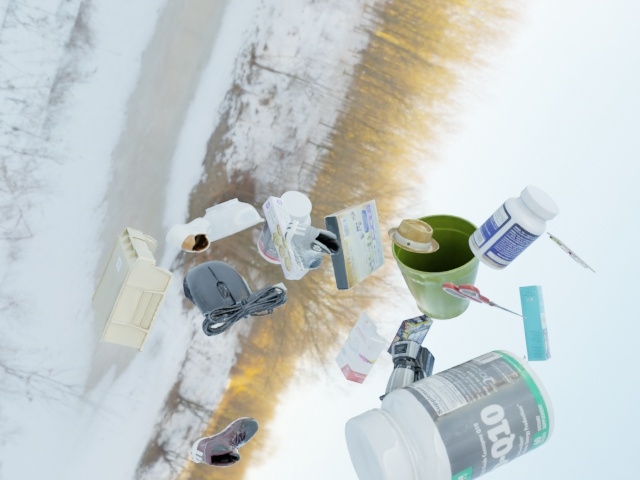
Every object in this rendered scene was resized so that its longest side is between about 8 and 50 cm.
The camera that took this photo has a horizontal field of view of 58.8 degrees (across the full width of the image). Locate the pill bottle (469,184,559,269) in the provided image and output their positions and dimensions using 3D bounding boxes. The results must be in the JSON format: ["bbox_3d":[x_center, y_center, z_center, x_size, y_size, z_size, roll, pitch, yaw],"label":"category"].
[{"bbox_3d":[0.607,-0.041,1.786,0.265,0.153,0.153,-52,-168,35],"label":"pill bottle"}]

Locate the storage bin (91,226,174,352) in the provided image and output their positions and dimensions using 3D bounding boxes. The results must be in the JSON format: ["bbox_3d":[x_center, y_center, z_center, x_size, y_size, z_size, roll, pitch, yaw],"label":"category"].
[{"bbox_3d":[-0.535,0.130,1.610,0.260,0.123,0.262,-64,-149,9],"label":"storage bin"}]

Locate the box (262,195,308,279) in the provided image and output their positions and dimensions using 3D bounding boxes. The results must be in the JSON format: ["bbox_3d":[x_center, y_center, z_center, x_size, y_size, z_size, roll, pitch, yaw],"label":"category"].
[{"bbox_3d":[-0.129,-0.011,2.042,0.067,0.063,0.324,-43,-126,37],"label":"box"}]

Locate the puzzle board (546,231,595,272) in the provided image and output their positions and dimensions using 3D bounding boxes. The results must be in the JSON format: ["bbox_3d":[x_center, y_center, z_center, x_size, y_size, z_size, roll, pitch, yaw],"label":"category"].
[{"bbox_3d":[0.645,0.031,1.470,0.011,0.128,0.096,-49,-174,13],"label":"puzzle board"}]

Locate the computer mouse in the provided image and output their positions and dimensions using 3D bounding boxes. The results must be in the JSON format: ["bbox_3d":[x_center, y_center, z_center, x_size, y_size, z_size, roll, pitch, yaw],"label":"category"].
[{"bbox_3d":[-0.210,0.097,1.209,0.272,0.188,0.072,24,-49,53],"label":"computer mouse"}]

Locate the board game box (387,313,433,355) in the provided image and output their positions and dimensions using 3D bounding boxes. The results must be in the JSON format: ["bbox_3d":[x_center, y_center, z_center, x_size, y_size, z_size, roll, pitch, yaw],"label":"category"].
[{"bbox_3d":[0.330,0.349,2.078,0.170,0.048,0.141,-1,122,-52],"label":"board game box"}]

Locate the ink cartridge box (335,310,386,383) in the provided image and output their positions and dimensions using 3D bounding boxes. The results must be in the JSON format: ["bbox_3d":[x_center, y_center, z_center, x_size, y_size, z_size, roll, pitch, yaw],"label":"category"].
[{"bbox_3d":[0.135,0.338,1.802,0.198,0.067,0.115,-61,-152,13],"label":"ink cartridge box"}]

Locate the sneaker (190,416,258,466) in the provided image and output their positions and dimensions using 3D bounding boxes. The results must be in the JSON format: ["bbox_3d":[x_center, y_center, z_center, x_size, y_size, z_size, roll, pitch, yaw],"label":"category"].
[{"bbox_3d":[-0.304,0.733,2.022,0.162,0.281,0.106,4,-74,48],"label":"sneaker"}]

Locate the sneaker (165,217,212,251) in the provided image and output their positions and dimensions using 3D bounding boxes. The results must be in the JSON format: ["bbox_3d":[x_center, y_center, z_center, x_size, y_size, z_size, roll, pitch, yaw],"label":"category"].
[{"bbox_3d":[-0.439,-0.004,2.043,0.106,0.123,0.290,-61,173,14],"label":"sneaker"}]

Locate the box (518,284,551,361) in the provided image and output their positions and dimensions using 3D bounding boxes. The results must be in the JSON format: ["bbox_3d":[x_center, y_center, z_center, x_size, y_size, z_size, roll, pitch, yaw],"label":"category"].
[{"bbox_3d":[0.711,0.272,1.881,0.100,0.060,0.244,9,74,-60],"label":"box"}]

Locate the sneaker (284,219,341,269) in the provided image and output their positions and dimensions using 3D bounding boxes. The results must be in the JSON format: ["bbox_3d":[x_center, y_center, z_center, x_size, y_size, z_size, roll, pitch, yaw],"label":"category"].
[{"bbox_3d":[-0.002,0.029,1.525,0.229,0.132,0.086,55,50,-60],"label":"sneaker"}]

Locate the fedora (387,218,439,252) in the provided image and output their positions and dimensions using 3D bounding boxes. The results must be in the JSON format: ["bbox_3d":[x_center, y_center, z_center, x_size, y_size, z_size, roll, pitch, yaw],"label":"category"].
[{"bbox_3d":[0.341,-0.026,2.056,0.194,0.194,0.079,-73,177,-64],"label":"fedora"}]

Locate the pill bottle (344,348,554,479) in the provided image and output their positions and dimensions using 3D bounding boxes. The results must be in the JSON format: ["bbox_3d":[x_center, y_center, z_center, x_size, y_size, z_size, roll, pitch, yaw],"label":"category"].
[{"bbox_3d":[0.243,0.360,1.089,0.204,0.361,0.204,163,-90,-70],"label":"pill bottle"}]

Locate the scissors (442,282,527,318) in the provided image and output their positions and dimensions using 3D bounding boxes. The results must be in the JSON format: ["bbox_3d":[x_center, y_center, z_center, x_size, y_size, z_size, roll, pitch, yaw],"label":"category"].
[{"bbox_3d":[0.481,0.178,1.665,0.109,0.297,0.021,-10,-119,52],"label":"scissors"}]

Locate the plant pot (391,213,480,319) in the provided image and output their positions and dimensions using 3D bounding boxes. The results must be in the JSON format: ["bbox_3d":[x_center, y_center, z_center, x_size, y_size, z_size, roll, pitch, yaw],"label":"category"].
[{"bbox_3d":[0.507,0.139,2.403,0.366,0.366,0.353,-71,153,-46],"label":"plant pot"}]

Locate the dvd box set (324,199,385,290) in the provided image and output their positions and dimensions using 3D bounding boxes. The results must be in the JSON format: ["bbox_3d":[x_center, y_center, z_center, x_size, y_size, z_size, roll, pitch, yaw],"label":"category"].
[{"bbox_3d":[0.155,0.008,2.409,0.420,0.062,0.308,-27,109,-61],"label":"dvd box set"}]

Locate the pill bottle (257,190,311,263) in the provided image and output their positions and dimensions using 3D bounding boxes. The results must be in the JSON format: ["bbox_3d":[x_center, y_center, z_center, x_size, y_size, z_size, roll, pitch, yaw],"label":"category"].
[{"bbox_3d":[-0.143,-0.056,2.348,0.318,0.176,0.176,119,-7,-50],"label":"pill bottle"}]

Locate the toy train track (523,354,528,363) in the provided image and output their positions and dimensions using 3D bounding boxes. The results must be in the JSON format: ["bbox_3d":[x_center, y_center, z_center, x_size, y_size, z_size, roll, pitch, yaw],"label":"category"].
[{"bbox_3d":[0.548,0.351,1.525,0.048,0.014,0.083,-5,100,-73],"label":"toy train track"}]

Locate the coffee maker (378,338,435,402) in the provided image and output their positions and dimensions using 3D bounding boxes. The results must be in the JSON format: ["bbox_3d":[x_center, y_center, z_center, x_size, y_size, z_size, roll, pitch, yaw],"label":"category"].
[{"bbox_3d":[0.239,0.382,1.528,0.171,0.120,0.178,73,28,-42],"label":"coffee maker"}]

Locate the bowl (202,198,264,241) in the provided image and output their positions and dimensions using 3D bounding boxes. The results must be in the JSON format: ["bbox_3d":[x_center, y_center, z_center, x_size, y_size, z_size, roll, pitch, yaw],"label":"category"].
[{"bbox_3d":[-0.400,-0.093,2.419,0.298,0.298,0.134,-90,159,-83],"label":"bowl"}]
